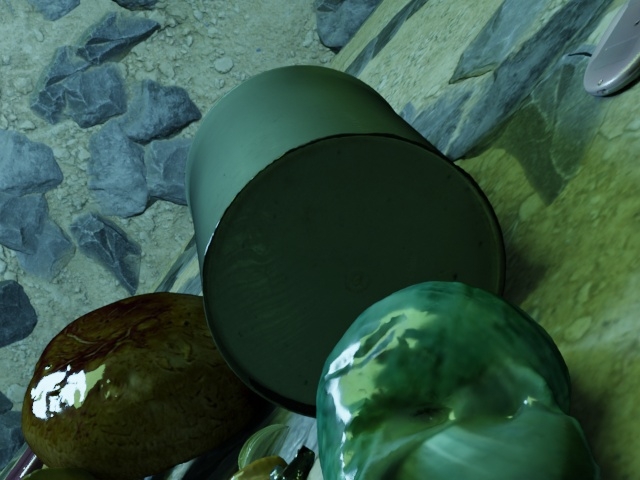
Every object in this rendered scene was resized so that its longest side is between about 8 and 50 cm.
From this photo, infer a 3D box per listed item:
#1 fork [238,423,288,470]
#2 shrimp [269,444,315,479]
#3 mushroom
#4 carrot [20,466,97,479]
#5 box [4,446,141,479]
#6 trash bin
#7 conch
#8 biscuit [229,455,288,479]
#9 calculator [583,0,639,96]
[{"bbox_3d":[-0.106,0.288,0.858,0.219,0.028,0.034,-57,20,-20],"label":"fork"},{"bbox_3d":[-0.031,0.268,0.643,0.150,0.051,0.217,-27,36,53],"label":"shrimp"},{"bbox_3d":[-0.224,0.181,1.034,0.345,0.239,0.345,-12,42,11],"label":"mushroom"},{"bbox_3d":[-0.362,0.423,0.899,0.341,0.241,0.241,-40,18,31],"label":"carrot"},{"bbox_3d":[-0.378,0.340,1.320,0.193,0.167,0.294,-29,27,55],"label":"box"},{"bbox_3d":[-0.001,-0.027,0.820,0.280,0.280,0.432,-50,17,8],"label":"trash bin"},{"bbox_3d":[0.085,0.116,0.482,0.196,0.134,0.202,18,57,32],"label":"conch"},{"bbox_3d":[-0.095,0.286,0.756,0.183,0.061,0.118,-49,16,-1],"label":"biscuit"},{"bbox_3d":[0.311,-0.207,0.770,0.166,0.024,0.103,-56,14,-14],"label":"calculator"}]
